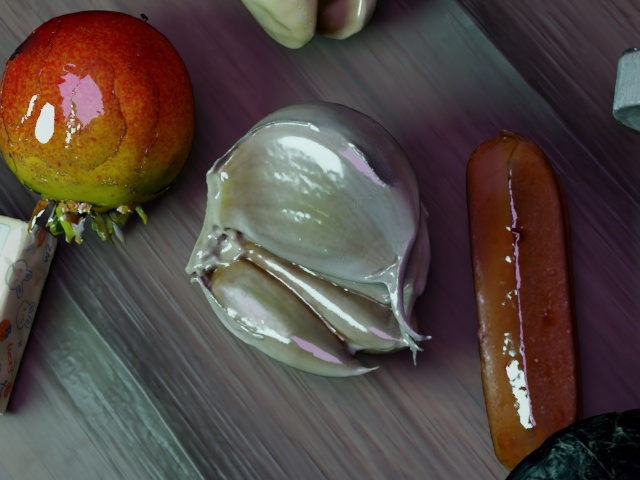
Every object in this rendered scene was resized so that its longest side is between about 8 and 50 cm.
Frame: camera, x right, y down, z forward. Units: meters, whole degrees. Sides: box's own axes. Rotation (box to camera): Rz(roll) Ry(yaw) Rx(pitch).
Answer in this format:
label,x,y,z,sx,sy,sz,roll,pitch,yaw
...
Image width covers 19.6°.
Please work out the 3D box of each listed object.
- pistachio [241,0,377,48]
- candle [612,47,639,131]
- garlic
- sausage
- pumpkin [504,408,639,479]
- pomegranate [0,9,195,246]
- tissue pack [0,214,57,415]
label,x,y,z,sx,sy,sz,roll,pitch,yaw
pistachio,-0.042,-0.346,1.881,0.193,0.214,0.318,-8,78,-31
candle,0.379,-0.136,1.752,0.168,0.192,0.068,18,78,-28
garlic,0.000,0.000,1.769,0.292,0.210,0.237,15,73,25
sausage,0.194,0.057,1.765,0.102,0.102,0.330,-6,75,11
pumpkin,0.284,0.300,1.615,0.315,0.238,0.315,1,94,20
pomegranate,-0.225,-0.115,1.853,0.210,0.210,0.235,9,95,15
tissue pack,-0.369,0.064,1.892,0.148,0.092,0.196,14,81,16
